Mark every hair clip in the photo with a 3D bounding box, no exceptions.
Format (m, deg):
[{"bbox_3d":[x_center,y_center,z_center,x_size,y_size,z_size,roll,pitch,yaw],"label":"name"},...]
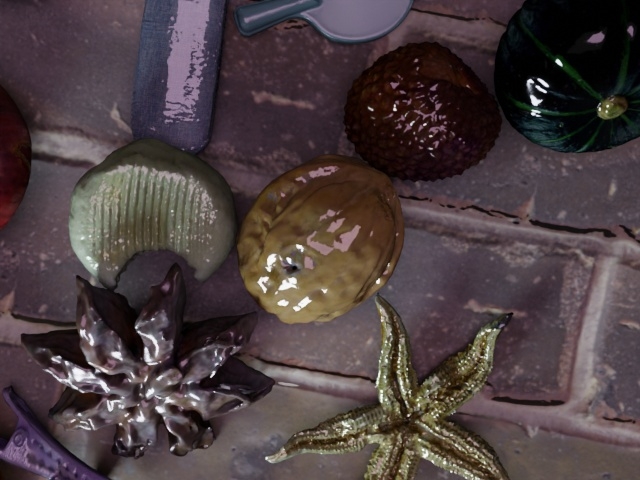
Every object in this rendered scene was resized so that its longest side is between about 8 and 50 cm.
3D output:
[{"bbox_3d":[-0.336,0.310,1.535,0.278,0.137,0.090,36,86,15],"label":"hair clip"}]

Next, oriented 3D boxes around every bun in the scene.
[{"bbox_3d":[-0.216,-0.028,1.489,0.212,0.126,0.204,24,103,-13],"label":"bun"}]

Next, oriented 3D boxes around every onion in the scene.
[{"bbox_3d":[-0.472,-0.105,1.468,0.248,0.161,0.248,0,86,1],"label":"onion"}]

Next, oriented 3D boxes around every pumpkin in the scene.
[{"bbox_3d":[0.331,-0.242,1.446,0.248,0.248,0.248,0,96,0],"label":"pumpkin"}]

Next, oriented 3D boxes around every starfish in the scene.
[{"bbox_3d":[0.104,0.237,1.548,0.357,0.078,0.347,-3,97,0],"label":"starfish"}]

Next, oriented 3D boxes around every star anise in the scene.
[{"bbox_3d":[-0.221,0.169,1.480,0.331,0.118,0.332,-2,123,-4],"label":"star anise"}]

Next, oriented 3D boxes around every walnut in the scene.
[{"bbox_3d":[0.000,0.000,1.455,0.198,0.198,0.245,43,113,-5],"label":"walnut"}]

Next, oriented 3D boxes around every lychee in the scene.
[{"bbox_3d":[0.121,-0.153,1.462,0.188,0.188,0.188,0,96,0],"label":"lychee"}]

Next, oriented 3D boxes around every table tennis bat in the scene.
[{"bbox_3d":[0.006,-0.320,1.508,0.244,0.040,0.153,-19,94,-2],"label":"table tennis bat"}]

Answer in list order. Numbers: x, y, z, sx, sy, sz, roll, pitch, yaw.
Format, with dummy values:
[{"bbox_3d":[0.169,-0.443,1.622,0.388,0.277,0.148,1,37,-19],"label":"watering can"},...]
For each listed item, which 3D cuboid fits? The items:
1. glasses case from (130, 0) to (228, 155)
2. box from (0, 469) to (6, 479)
[{"bbox_3d":[-0.181,-0.245,1.499,0.109,0.067,0.282,8,99,3],"label":"glasses case"},{"bbox_3d":[-0.514,0.323,1.515,0.193,0.084,0.301,-22,97,28],"label":"box"}]
